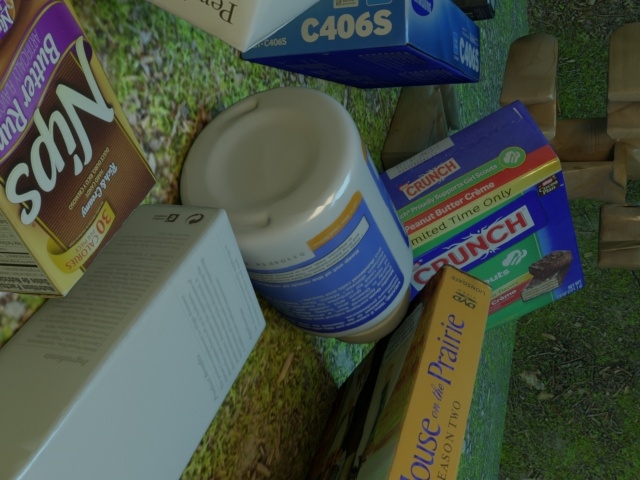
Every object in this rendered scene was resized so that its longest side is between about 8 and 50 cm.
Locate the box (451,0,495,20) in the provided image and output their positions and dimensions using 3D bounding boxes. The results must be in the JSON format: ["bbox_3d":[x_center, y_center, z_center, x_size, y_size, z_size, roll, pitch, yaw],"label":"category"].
[{"bbox_3d":[0.133,-0.398,0.837,0.059,0.183,0.232,3,88,-67],"label":"box"}]

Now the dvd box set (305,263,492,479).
[{"bbox_3d":[0.032,0.260,0.618,0.307,0.062,0.420,-60,-177,48],"label":"dvd box set"}]

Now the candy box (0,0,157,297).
[{"bbox_3d":[-0.165,-0.073,0.341,0.109,0.053,0.186,-65,149,-43],"label":"candy box"}]

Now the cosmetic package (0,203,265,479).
[{"bbox_3d":[-0.126,0.088,0.407,0.231,0.085,0.117,-58,143,-46],"label":"cosmetic package"}]

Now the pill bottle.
[{"bbox_3d":[0.000,0.000,0.602,0.272,0.152,0.152,56,42,-55],"label":"pill bottle"}]

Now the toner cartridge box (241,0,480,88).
[{"bbox_3d":[0.066,-0.223,0.723,0.348,0.165,0.075,-19,108,-66],"label":"toner cartridge box"}]

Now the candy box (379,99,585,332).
[{"bbox_3d":[0.200,0.007,0.886,0.317,0.268,0.122,52,14,-49],"label":"candy box"}]

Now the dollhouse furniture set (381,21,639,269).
[{"bbox_3d":[0.329,-0.170,1.045,0.362,0.394,0.256,65,35,-46],"label":"dollhouse furniture set"}]

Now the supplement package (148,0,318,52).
[{"bbox_3d":[-0.035,-0.280,0.314,0.175,0.177,0.293,-56,173,-50],"label":"supplement package"}]
